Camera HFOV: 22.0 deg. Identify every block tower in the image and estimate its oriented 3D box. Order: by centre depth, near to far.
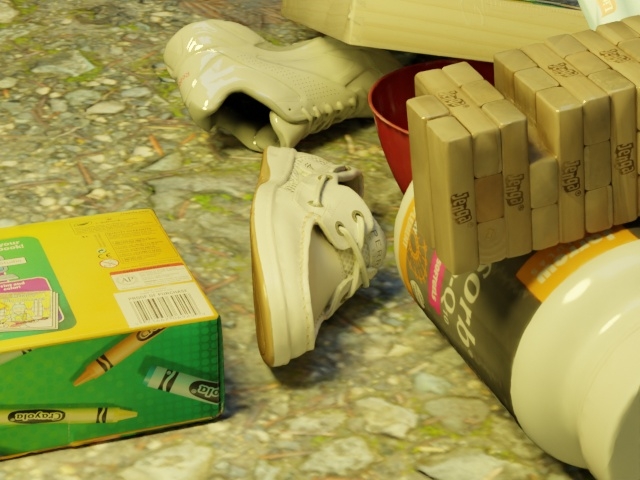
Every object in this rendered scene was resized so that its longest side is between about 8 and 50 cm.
[{"bbox_3d":[0.214,-0.081,0.982,0.335,0.097,0.091,-15,32,-14],"label":"block tower"}]

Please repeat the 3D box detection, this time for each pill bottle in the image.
[{"bbox_3d":[0.168,0.044,1.031,0.162,0.162,0.278,-9,29,-19],"label":"pill bottle"}]

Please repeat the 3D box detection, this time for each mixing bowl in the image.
[{"bbox_3d":[0.127,-0.069,1.314,0.181,0.098,0.181,1,28,-1],"label":"mixing bowl"}]

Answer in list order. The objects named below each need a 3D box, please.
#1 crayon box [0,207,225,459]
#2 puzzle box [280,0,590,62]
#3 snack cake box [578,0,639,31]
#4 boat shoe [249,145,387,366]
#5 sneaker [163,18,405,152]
[{"bbox_3d":[-0.218,0.064,1.063,0.278,0.081,0.165,-9,29,-18],"label":"crayon box"},{"bbox_3d":[0.122,-0.196,1.453,0.272,0.052,0.409,5,10,-11],"label":"puzzle box"},{"bbox_3d":[0.270,-0.089,1.149,0.089,0.264,0.152,-25,-17,18],"label":"snack cake box"},{"bbox_3d":[0.000,0.000,1.177,0.096,0.098,0.277,1,26,1],"label":"boat shoe"},{"bbox_3d":[-0.022,-0.118,1.442,0.232,0.090,0.115,2,55,-22],"label":"sneaker"}]
